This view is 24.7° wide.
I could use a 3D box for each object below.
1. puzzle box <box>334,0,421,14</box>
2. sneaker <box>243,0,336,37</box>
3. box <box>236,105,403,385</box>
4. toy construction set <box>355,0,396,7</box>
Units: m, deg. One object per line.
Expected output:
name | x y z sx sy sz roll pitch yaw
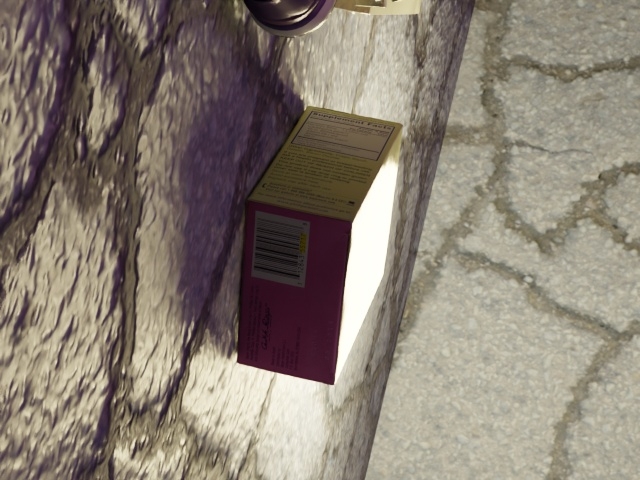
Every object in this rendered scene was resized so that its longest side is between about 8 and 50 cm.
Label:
puzzle box | 0.098 -0.424 1.868 0.409 0.052 0.272 -35 136 -76
sneaker | -0.004 -0.330 1.292 0.124 0.107 0.283 43 59 -71
box | 0.000 0.000 1.645 0.243 0.117 0.213 -61 160 -56
toy construction set | 0.062 -0.338 1.491 0.327 0.151 0.215 -50 127 -84
